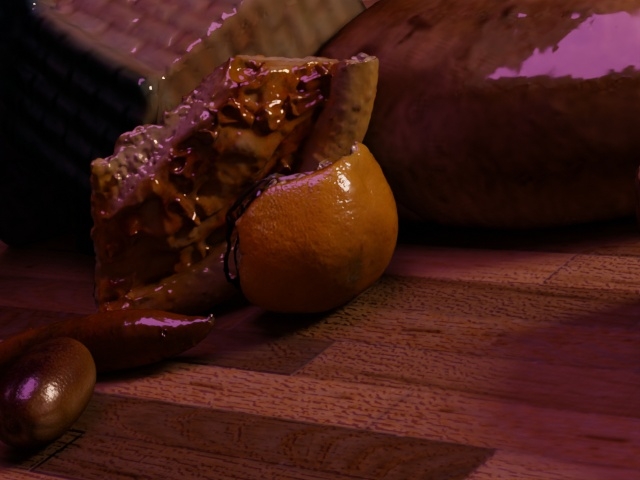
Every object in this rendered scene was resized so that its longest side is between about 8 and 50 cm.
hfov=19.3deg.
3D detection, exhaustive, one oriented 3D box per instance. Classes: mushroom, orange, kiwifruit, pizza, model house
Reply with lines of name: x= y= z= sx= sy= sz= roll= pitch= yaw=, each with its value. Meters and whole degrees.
mushroom: x=0.198 y=-0.130 z=1.702 sx=0.314 sy=0.224 sz=0.397 roll=-22 pitch=22 yaw=-25
orange: x=0.000 y=0.000 z=1.635 sx=0.170 sy=0.160 sz=0.112 roll=-49 pitch=47 yaw=17
kiwifruit: x=-0.227 y=0.125 z=1.549 sx=0.075 sy=0.075 sz=0.124 roll=-9 pitch=24 yaw=17
pizza: x=-0.092 y=-0.049 z=1.687 sx=0.365 sy=0.182 sz=0.074 roll=-39 pitch=25 yaw=3
model house: x=-0.210 y=-0.151 z=1.934 sx=0.400 sy=0.395 sz=0.445 roll=-41 pitch=46 yaw=-21

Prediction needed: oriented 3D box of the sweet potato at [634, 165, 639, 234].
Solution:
sweet potato: x=0.292 y=0.034 z=1.337 sx=0.131 sy=0.131 sz=0.336 roll=-12 pitch=20 yaw=9

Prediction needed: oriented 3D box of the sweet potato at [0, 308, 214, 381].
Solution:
sweet potato: x=-0.211 y=0.093 z=1.649 sx=0.265 sy=0.057 sz=0.057 roll=-11 pitch=20 yaw=22
